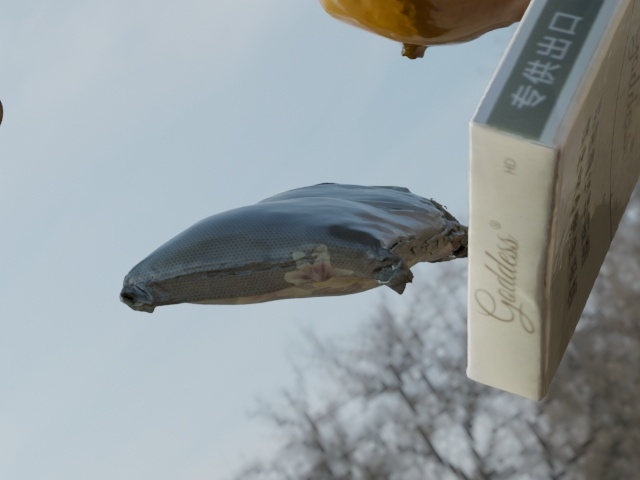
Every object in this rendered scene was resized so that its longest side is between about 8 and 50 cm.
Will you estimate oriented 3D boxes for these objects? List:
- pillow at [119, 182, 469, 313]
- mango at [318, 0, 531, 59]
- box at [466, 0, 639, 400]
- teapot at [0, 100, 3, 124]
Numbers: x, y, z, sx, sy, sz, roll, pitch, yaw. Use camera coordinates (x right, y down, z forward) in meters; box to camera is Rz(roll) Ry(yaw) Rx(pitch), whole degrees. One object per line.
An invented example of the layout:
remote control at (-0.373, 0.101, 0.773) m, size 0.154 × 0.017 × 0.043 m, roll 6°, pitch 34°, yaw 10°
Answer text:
pillow at (0.000, 0.000, 1.012) m, size 0.169 × 0.059 × 0.255 m, roll -2°, pitch 4°, yaw 15°
mango at (0.066, -0.233, 0.961) m, size 0.153 × 0.201 × 0.287 m, roll 6°, pitch -57°, yaw 0°
box at (0.087, -0.061, 0.524) m, size 0.109 × 0.029 × 0.198 m, roll 86°, pitch -153°, yaw -50°
teapot at (-0.260, -0.121, 1.189) m, size 0.116 × 0.116 × 0.173 m, roll -32°, pitch -44°, yaw -5°
